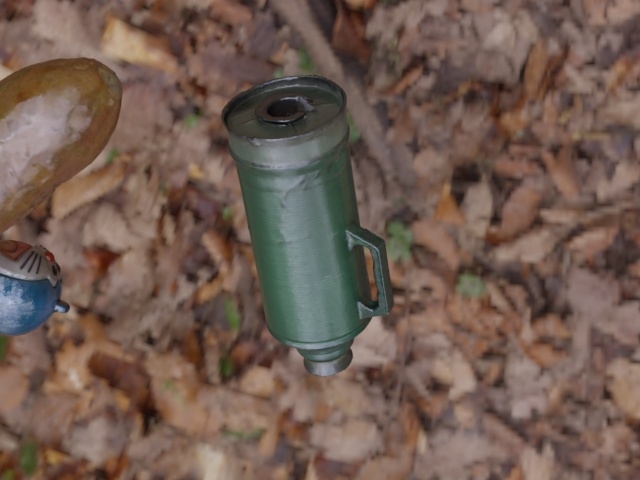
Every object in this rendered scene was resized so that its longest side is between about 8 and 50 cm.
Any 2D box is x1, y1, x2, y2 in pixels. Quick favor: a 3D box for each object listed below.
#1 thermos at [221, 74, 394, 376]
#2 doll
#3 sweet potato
[{"bbox_3d":[-0.003,-0.002,1.008,0.083,0.073,0.188,-8,124,3],"label":"thermos"},{"bbox_3d":[-0.291,0.032,1.471,0.152,0.114,0.086,22,106,3],"label":"doll"},{"bbox_3d":[-0.254,0.010,0.861,0.354,0.106,0.095,-40,153,3],"label":"sweet potato"}]
